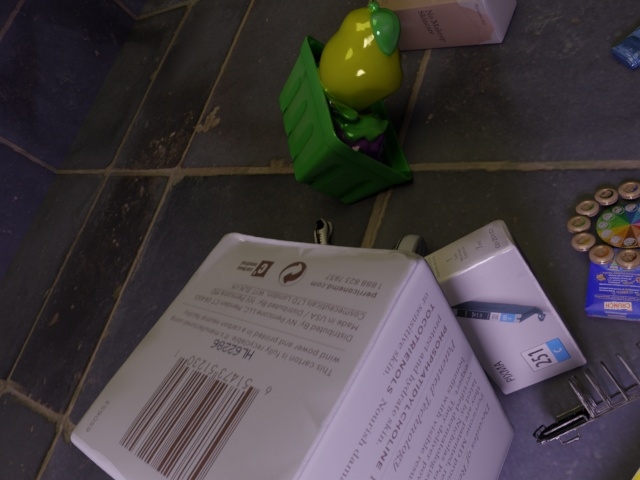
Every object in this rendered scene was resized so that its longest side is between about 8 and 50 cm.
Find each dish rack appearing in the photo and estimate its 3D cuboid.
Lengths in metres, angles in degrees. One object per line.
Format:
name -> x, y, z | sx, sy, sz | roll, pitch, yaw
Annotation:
dish rack -> 0.401, 0.184, 0.721 | 0.271, 0.208, 0.074 | -36, 64, 17

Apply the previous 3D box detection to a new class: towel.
towel -> 0.609, -0.374, 0.997 | 0.119, 0.029, 0.067 | -38, 49, 13

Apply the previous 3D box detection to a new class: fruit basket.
fruit basket -> 0.083, -0.317, 1.177 | 0.392, 0.283, 0.392 | -24, 56, 42

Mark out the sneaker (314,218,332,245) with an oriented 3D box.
sneaker -> 0.000, 0.000, 1.225 | 0.040, 0.044, 0.109 | -13, 60, 28

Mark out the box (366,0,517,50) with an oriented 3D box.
box -> 0.277, -0.544, 1.262 | 0.311, 0.148, 0.121 | 12, 73, 41

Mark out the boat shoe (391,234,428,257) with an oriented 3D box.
boat shoe -> 0.110, 0.141, 1.008 | 0.119, 0.121, 0.335 | 8, 72, 35

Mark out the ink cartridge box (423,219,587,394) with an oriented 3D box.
ink cartridge box -> 0.218, 0.136, 0.812 | 0.261, 0.296, 0.066 | -29, 34, 22

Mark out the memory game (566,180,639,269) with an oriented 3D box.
memory game -> 0.493, -0.028, 0.861 | 0.186, 0.012, 0.186 | -18, 41, 16

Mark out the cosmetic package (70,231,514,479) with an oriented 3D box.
cosmetic package -> -0.005, 0.244, 0.685 | 0.329, 0.394, 0.327 | 6, 53, 41

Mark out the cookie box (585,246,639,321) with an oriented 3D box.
cookie box -> 0.468, 0.068, 0.840 | 0.092, 0.040, 0.107 | 3, 66, 37

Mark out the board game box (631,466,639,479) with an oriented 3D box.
board game box -> 0.518, 0.359, 0.607 | 0.308, 0.086, 0.302 | 33, 86, 43
